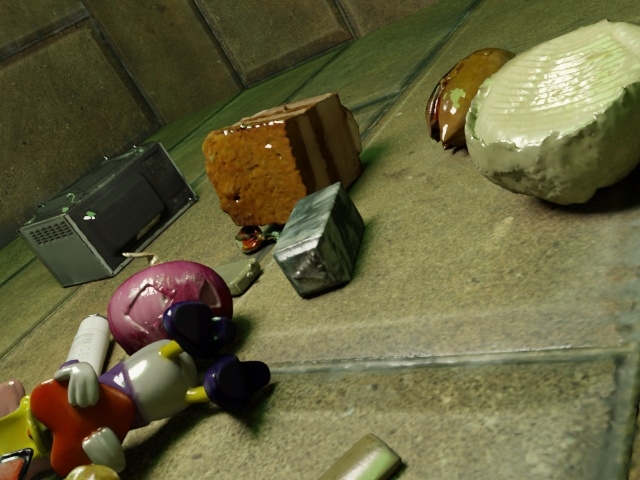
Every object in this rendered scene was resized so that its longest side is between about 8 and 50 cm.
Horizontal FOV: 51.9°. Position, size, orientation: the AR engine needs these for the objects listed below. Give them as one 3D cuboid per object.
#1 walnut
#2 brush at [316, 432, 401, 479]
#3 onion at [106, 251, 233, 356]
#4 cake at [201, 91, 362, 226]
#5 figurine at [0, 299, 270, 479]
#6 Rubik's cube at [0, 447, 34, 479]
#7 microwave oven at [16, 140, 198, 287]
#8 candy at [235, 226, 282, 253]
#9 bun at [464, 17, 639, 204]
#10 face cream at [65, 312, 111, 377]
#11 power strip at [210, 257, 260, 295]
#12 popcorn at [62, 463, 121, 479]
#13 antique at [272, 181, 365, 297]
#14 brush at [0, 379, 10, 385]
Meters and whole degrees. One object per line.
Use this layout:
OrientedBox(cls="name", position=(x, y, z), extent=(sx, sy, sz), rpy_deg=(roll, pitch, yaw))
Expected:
OrientedBox(cls="walnut", position=(0.265, -0.245, 1.123), extent=(0.137, 0.137, 0.245), rpy_deg=(-2, 36, 51))
OrientedBox(cls="brush", position=(-0.052, 0.259, 0.547), extent=(0.282, 0.048, 0.054), rpy_deg=(-37, 25, -18))
OrientedBox(cls="onion", position=(-0.212, 0.098, 0.940), extent=(0.177, 0.177, 0.153), rpy_deg=(-20, 46, 26))
OrientedBox(cls="cake", position=(-0.054, -0.167, 1.242), extent=(0.199, 0.196, 0.293), rpy_deg=(-8, 23, 34))
OrientedBox(cls="figurine", position=(-0.271, 0.198, 0.818), extent=(0.421, 0.154, 0.193), rpy_deg=(-24, 3, 8))
OrientedBox(cls="Rubik's cube", position=(-0.434, 0.326, 0.753), extent=(0.178, 0.191, 0.211), rpy_deg=(119, 169, -66))
OrientedBox(cls="microwave oven", position=(-0.549, -0.080, 1.702), extent=(0.286, 0.218, 0.355), rpy_deg=(-12, 28, 42))
OrientedBox(cls="candy", position=(-0.077, -0.010, 1.185), extent=(0.185, 0.049, 0.055), rpy_deg=(-6, 62, 31))
OrientedBox(cls="bun", position=(0.308, -0.142, 0.805), extent=(0.259, 0.152, 0.259), rpy_deg=(-29, 32, 20))
OrientedBox(cls="face cream", position=(-0.395, 0.214, 1.086), extent=(0.092, 0.058, 0.243), rpy_deg=(-24, 28, 6))
OrientedBox(cls="power strip", position=(-0.168, 0.070, 1.132), extent=(0.169, 0.028, 0.076), rpy_deg=(-12, 28, 43))
OrientedBox(cls="popcorn", position=(-0.217, 0.285, 0.617), extent=(0.126, 0.126, 0.145), rpy_deg=(-4, 7, 1))
OrientedBox(cls="antique", position=(0.000, 0.000, 0.984), extent=(0.086, 0.088, 0.183), rpy_deg=(-22, 23, 24))
OrientedBox(cls="brush", position=(-0.643, 0.355, 1.134), extent=(0.042, 0.039, 0.299), rpy_deg=(-6, 35, 54))
